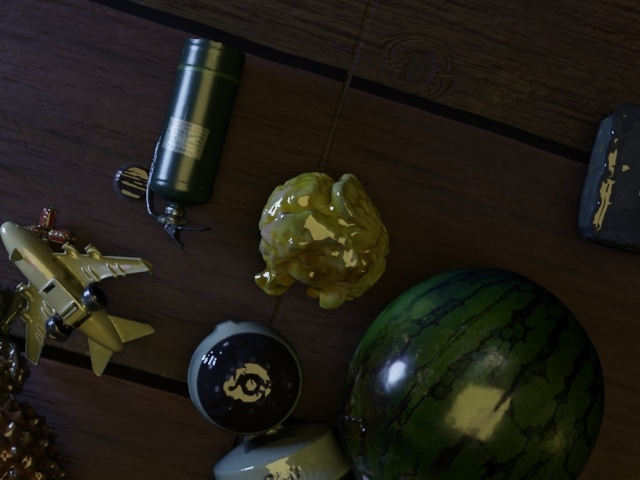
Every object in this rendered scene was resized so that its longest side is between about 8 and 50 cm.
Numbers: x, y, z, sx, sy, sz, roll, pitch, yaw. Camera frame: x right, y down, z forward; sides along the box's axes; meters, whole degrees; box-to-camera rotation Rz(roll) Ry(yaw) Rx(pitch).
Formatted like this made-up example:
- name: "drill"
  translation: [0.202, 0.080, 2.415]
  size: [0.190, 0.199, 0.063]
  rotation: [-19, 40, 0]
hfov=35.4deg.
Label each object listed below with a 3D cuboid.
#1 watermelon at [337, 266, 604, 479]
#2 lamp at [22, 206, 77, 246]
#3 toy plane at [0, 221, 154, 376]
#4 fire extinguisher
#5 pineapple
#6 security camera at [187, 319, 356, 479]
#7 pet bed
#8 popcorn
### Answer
- name: "watermelon"
  translation: [0.200, 0.210, 1.319]
  size: [0.363, 0.363, 0.363]
  rotation: [0, 89, -6]
- name: "lamp"
  translation: [-0.393, -0.002, 1.409]
  size: [0.083, 0.031, 0.063]
  rotation: [-36, 92, -2]
- name: "toy plane"
  translation: [-0.348, 0.070, 1.369]
  size: [0.229, 0.092, 0.244]
  rotation: [-39, 106, 13]
- name: "fire extinguisher"
  translation: [-0.182, -0.129, 1.404]
  size: [0.118, 0.093, 0.294]
  rotation: [13, 88, 20]
- name: "pineapple"
  translation: [-0.439, 0.235, 1.332]
  size: [0.175, 0.175, 0.361]
  rotation: [-13, 90, -6]
- name: "security camera"
  translation: [-0.080, 0.238, 1.360]
  size: [0.197, 0.191, 0.277]
  rotation: [-20, 91, -4]
- name: "pet bed"
  translation: [0.478, -0.084, 1.435]
  size: [0.183, 0.159, 0.211]
  rotation: [15, 89, -5]
- name: "popcorn"
  translation: [0.000, 0.000, 1.382]
  size: [0.185, 0.167, 0.188]
  rotation: [-3, 93, -5]
